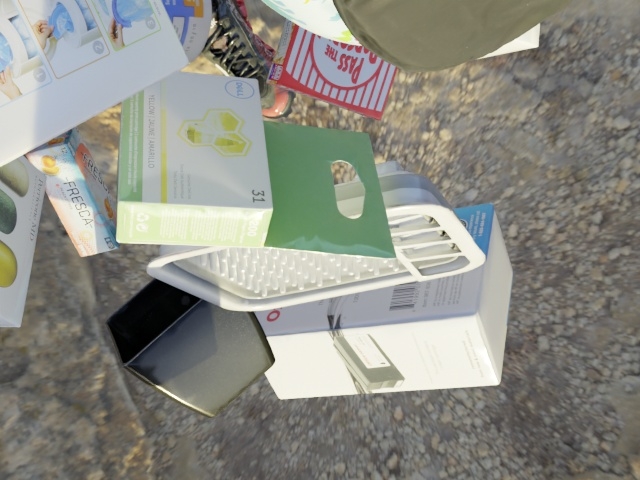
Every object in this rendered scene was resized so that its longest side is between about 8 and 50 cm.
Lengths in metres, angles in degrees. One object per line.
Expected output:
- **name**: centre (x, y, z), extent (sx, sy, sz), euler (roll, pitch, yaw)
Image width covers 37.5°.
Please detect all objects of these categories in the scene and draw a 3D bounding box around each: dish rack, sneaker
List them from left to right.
- **sneaker**: centre (-0.144, -0.312, 1.525), extent (0.098, 0.135, 0.276), euler (-35, 83, 25)
- **dish rack**: centre (0.000, 0.000, 1.059), extent (0.333, 0.285, 0.072), euler (-13, 72, 17)

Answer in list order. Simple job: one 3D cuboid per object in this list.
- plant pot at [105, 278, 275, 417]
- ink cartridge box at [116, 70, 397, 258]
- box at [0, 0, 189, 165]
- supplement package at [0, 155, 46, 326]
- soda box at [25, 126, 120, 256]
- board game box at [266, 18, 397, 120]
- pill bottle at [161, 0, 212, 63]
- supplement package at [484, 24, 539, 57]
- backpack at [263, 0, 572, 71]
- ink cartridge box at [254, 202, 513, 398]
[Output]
- **plant pot**: centre (-0.174, 0.141, 1.358), extent (0.187, 0.188, 0.167), euler (-41, 113, -5)
- **ink cartridge box**: centre (-0.054, -0.067, 0.807), extent (0.235, 0.056, 0.171), euler (3, 47, -12)
- **box**: centre (-0.191, -0.093, 0.497), extent (0.114, 0.203, 0.103), euler (-6, 115, 42)
- **supplement package**: centre (-0.457, -0.034, 1.020), extent (0.198, 0.262, 0.199), euler (0, 70, 11)
- **soda box**: centre (-0.335, -0.068, 1.303), extent (0.063, 0.058, 0.183), euler (-12, 127, 9)
- **board game box**: centre (0.033, -0.259, 1.138), extent (0.147, 0.045, 0.193), euler (14, 97, -27)
- **pill bottle**: centre (-0.284, -0.289, 1.165), extent (0.272, 0.152, 0.152), euler (-10, 86, -42)
- **supplement package**: centre (0.212, -0.406, 1.598), extent (0.175, 0.293, 0.177), euler (7, 88, -34)
- **backpack**: centre (-0.020, -0.283, 0.601), extent (0.273, 0.290, 0.355), euler (-29, 75, 12)
- **ink cartridge box**: centre (0.108, 0.105, 1.604), extent (0.395, 0.285, 0.166), euler (-8, 126, 23)
